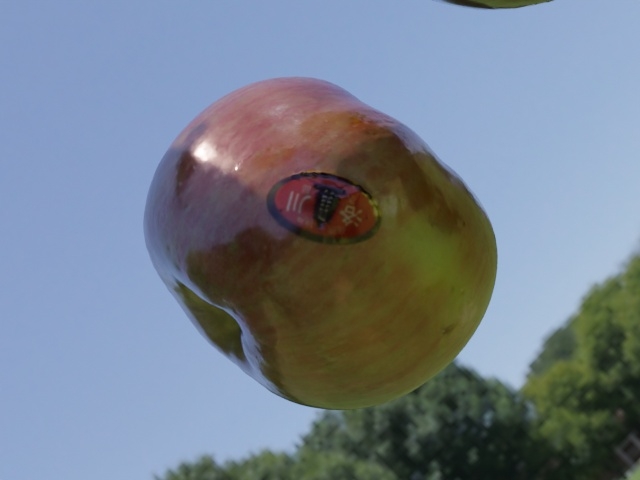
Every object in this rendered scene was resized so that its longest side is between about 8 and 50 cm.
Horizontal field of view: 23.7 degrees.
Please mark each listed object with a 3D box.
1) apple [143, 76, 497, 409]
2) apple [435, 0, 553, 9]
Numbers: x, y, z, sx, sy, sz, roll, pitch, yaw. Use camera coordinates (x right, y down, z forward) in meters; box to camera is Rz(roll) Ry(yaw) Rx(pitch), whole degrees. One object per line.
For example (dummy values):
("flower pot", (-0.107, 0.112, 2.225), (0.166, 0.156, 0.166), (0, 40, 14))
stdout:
("apple", (0.000, 0.000, 0.887), (0.164, 0.209, 0.209), (-43, -13, -14))
("apple", (0.098, -0.267, 0.792), (0.319, 0.277, 0.319), (-14, -21, -5))
